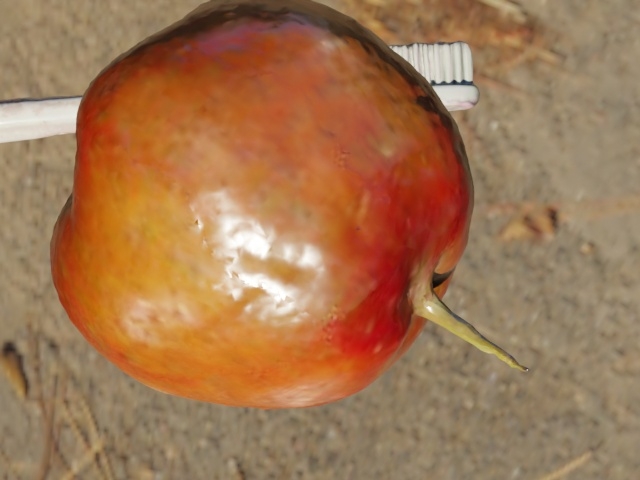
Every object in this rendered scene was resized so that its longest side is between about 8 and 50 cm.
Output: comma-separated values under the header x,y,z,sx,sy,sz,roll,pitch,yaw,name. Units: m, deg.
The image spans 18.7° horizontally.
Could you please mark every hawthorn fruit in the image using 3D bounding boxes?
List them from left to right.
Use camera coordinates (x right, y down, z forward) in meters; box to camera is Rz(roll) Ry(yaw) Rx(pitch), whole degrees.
x,y,z,sx,sy,sz,roll,pitch,yaw,name
-0.011,-0.006,0.575,0.140,0.125,0.125,30,58,-11,hawthorn fruit

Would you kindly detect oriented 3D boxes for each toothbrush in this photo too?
x,y,z,sx,sy,sz,roll,pitch,yaw,name
-0.087,-0.058,0.813,0.307,0.025,0.030,-4,86,1,toothbrush
